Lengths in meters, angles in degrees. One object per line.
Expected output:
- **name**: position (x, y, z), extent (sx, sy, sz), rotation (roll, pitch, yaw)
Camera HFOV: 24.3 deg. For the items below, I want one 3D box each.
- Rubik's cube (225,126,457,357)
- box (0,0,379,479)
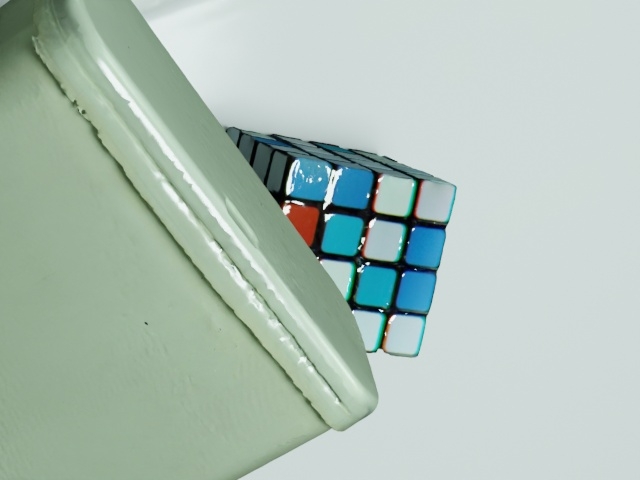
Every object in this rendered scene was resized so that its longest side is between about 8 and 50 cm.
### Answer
- **Rubik's cube**: position (0.000, 0.000, 1.225), extent (0.155, 0.154, 0.151), rotation (10, 100, -26)
- **box**: position (-0.197, 0.045, 1.016), extent (0.344, 0.177, 0.352), rotation (-31, 116, 11)
